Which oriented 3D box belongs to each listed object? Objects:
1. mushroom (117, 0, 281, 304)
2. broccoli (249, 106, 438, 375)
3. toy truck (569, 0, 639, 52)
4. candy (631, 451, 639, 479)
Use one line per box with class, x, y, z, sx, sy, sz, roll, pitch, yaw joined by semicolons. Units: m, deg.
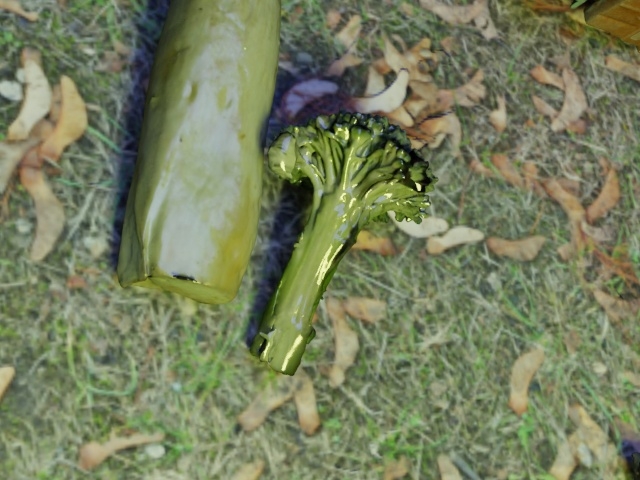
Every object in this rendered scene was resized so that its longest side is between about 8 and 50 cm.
mushroom;-0.080;-0.106;0.896;0.100;0.081;0.312;14;69;-14
broccoli;0.002;0.001;0.889;0.118;0.122;0.204;24;81;18
toy truck;0.265;-0.360;1.086;0.184;0.133;0.338;8;68;-34
candy;0.353;0.172;1.003;0.226;0.051;0.094;-20;78;-28
